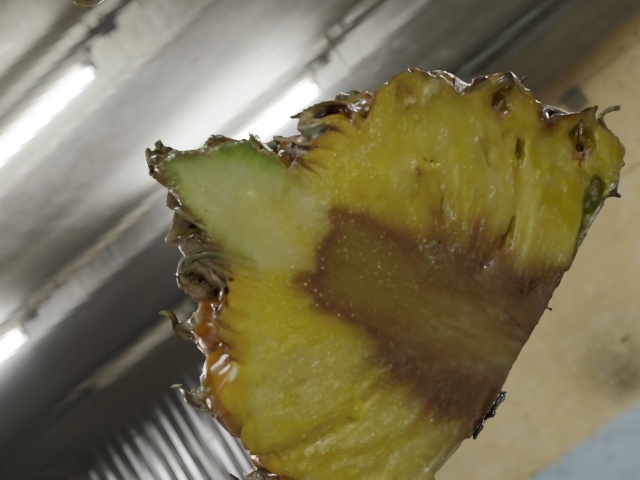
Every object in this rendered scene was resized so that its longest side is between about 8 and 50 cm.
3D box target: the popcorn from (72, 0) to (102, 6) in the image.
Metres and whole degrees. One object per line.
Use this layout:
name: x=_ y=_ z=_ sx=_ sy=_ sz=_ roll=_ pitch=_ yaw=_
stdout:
popcorn: x=-0.184 y=-0.340 z=1.471 sx=0.256 sy=0.195 sz=0.255 roll=6 pitch=25 yaw=37

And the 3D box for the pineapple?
pineapple: x=-0.003 y=-0.002 z=1.024 sx=0.344 sy=0.286 sz=0.209 roll=-60 pitch=16 yaw=-1
